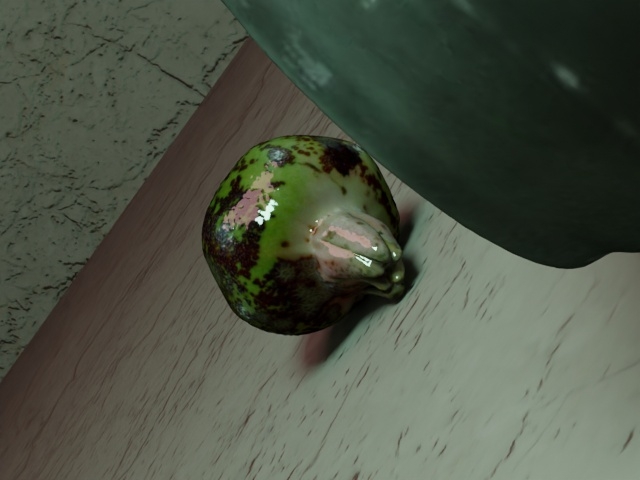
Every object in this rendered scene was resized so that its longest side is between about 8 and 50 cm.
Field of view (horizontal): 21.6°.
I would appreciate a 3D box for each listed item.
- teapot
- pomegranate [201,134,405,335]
[{"bbox_3d":[0.134,-0.215,0.623,0.362,0.305,0.376,-43,35,19],"label":"teapot"},{"bbox_3d":[0.001,0.006,1.109,0.138,0.163,0.125,-44,-33,-17],"label":"pomegranate"}]
